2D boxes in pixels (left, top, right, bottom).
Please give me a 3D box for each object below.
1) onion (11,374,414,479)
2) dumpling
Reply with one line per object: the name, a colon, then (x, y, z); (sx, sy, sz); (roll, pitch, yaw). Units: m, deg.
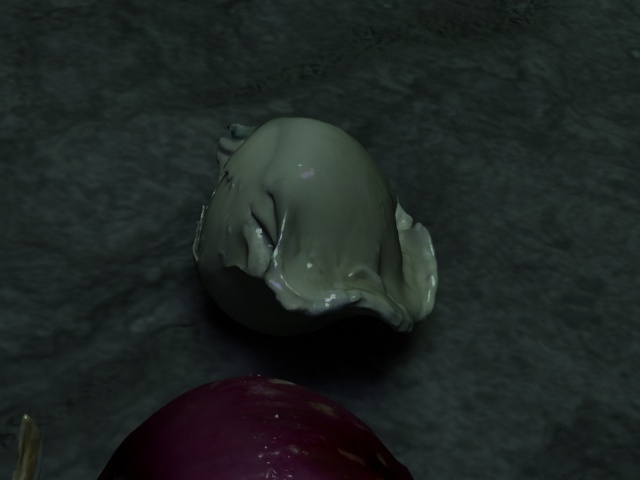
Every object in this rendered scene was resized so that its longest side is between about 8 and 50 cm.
onion: (-0.035, 0.140, 0.637); (0.153, 0.177, 0.177); (-9, 43, -30)
dumpling: (0.000, 0.000, 0.886); (0.127, 0.108, 0.188); (30, 19, -19)
